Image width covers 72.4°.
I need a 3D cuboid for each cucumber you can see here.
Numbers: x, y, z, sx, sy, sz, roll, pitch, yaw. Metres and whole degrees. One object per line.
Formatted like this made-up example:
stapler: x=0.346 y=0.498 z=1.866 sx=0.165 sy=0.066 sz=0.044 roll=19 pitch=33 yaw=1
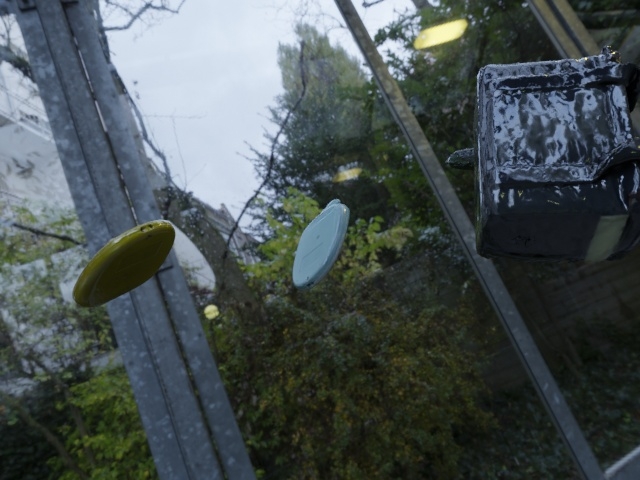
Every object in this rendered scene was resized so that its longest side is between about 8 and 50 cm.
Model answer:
cucumber: x=0.405 y=-0.179 z=0.968 sx=0.067 sy=0.067 sz=0.293 roll=-13 pitch=19 yaw=-37

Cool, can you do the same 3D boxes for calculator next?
calculator: x=0.000 y=0.000 z=1.089 sx=0.042 sy=0.295 sz=0.184 roll=35 pitch=-50 yaw=-20
calculator: x=-0.296 y=0.043 z=0.662 sx=0.146 sy=0.032 sz=0.235 roll=-32 pitch=-9 yaw=-47

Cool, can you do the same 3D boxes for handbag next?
handbag: x=0.283 y=-0.093 z=0.533 sx=0.181 sy=0.254 sz=0.181 roll=1 pitch=-26 yaw=17
